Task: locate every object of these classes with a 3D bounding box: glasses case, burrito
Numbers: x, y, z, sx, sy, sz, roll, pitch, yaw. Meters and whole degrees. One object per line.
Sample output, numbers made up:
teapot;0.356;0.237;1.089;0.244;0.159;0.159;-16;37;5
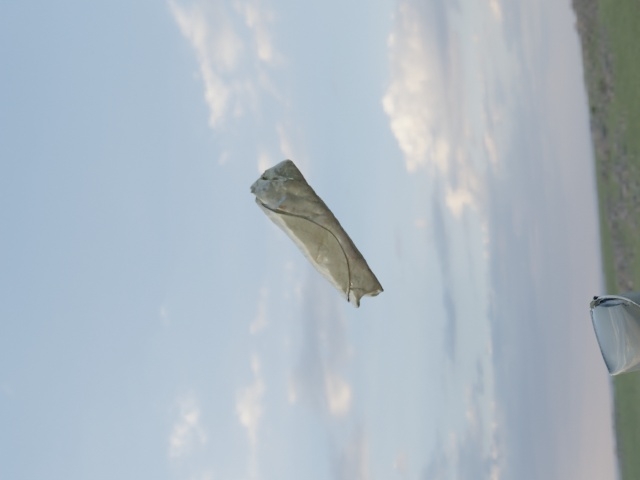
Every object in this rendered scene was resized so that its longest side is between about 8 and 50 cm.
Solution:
glasses case;0.574;0.131;1.494;0.083;0.308;0.128;40;-135;-73
burrito;0.000;0.000;1.493;0.275;0.082;0.059;52;-174;-23
